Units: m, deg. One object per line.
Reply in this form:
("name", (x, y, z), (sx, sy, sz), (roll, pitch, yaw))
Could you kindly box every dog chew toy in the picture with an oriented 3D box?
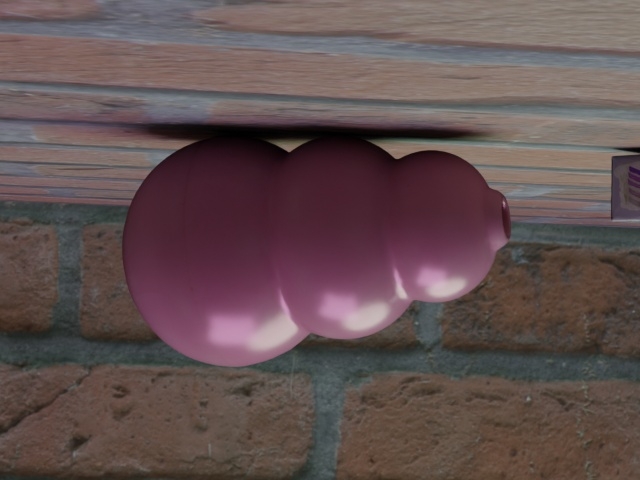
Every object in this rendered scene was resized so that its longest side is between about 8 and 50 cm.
("dog chew toy", (0.000, 0.000, 1.338), (0.331, 0.207, 0.206), (-7, 176, 17))

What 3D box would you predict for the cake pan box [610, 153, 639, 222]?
("cake pan box", (0.427, -0.043, 1.379), (0.245, 0.070, 0.267), (-2, 176, 40))
